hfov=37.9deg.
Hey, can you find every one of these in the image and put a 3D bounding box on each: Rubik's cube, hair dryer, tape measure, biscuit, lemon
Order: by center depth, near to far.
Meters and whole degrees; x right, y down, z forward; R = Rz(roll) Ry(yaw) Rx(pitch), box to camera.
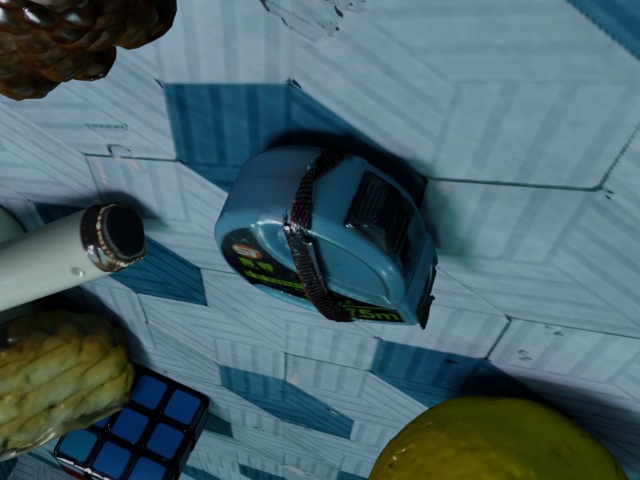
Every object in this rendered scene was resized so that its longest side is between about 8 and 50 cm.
[{"bbox_3d":[0.000,0.000,0.585,0.125,0.081,0.146,10,152,25],"label":"tape measure"},{"bbox_3d":[0.151,0.248,0.776,0.229,0.228,0.253,10,153,32],"label":"lemon"},{"bbox_3d":[-0.283,0.030,0.843,0.362,0.203,0.128,-18,134,32],"label":"hair dryer"},{"bbox_3d":[-0.369,0.194,1.134,0.335,0.329,0.078,14,-143,-57],"label":"biscuit"},{"bbox_3d":[-0.263,0.278,1.321,0.162,0.160,0.163,25,156,2],"label":"Rubik's cube"}]

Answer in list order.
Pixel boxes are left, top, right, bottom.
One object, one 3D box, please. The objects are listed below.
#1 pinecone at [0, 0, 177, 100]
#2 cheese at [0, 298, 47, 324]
[{"bbox_3d":[-0.129,-0.136,0.353,0.174,0.173,0.173,21,156,10],"label":"pinecone"},{"bbox_3d":[-0.470,0.093,1.191,0.233,0.127,0.266,26,154,6],"label":"cheese"}]
